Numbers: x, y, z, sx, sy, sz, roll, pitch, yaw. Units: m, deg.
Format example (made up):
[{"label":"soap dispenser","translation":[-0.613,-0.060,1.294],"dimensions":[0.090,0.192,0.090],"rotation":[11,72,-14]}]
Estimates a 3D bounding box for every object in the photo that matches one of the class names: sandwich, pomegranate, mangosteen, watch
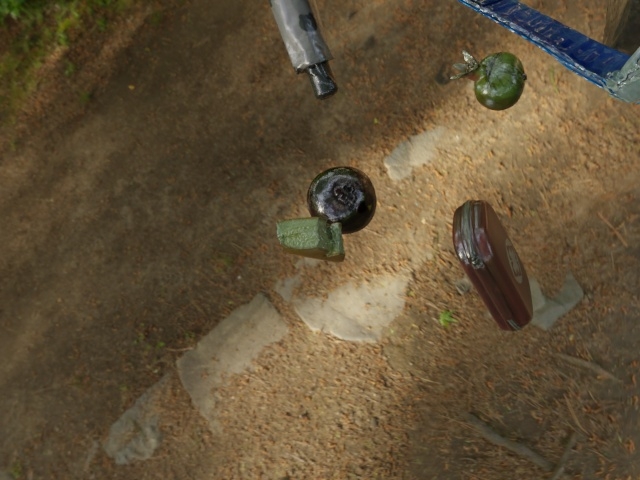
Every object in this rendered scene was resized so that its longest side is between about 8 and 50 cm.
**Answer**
[{"label":"sandwich","translation":[0.000,0.000,1.534],"dimensions":[0.088,0.245,0.090],"rotation":[-22,65,36]},{"label":"pomegranate","translation":[0.445,-0.432,1.583],"dimensions":[0.131,0.191,0.151],"rotation":[-50,22,50]},{"label":"mangosteen","translation":[0.065,-0.124,1.951],"dimensions":[0.228,0.265,0.228],"rotation":[1,81,-7]},{"label":"watch","translation":[0.220,-0.268,0.474],"dimensions":[0.068,0.276,0.274],"rotation":[-35,64,-21]}]

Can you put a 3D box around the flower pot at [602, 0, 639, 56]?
[{"label":"flower pot","translation":[0.462,-0.284,0.646],"dimensions":[0.251,0.379,0.379],"rotation":[11,77,12]}]

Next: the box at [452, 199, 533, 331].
[{"label":"box","translation":[0.493,0.071,1.700],"dimensions":[0.108,0.404,0.263],"rotation":[-19,36,28]}]

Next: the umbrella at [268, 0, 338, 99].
[{"label":"umbrella","translation":[-0.047,-0.391,0.973],"dimensions":[0.067,0.073,0.337],"rotation":[-14,98,52]}]
